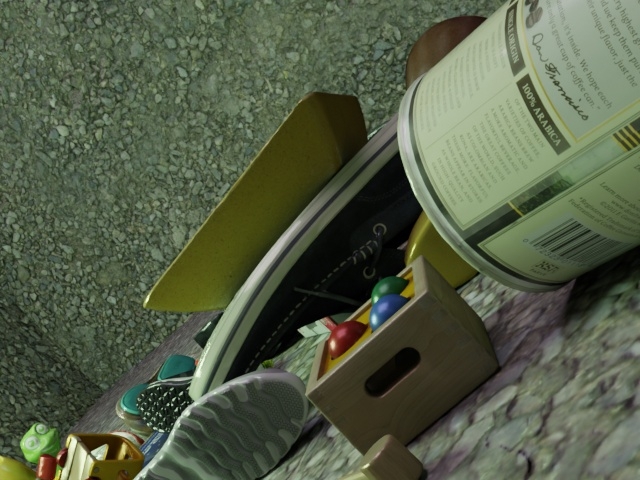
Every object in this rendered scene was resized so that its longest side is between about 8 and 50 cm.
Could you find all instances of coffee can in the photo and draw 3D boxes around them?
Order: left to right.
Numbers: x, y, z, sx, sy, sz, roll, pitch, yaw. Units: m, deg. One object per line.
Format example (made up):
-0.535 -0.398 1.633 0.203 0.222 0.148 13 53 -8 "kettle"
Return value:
0.213 -0.108 0.574 0.275 0.201 0.201 -37 8 46 "coffee can"

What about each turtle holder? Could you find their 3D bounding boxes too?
-0.626 0.518 1.638 0.320 0.227 0.243 -40 6 29 "turtle holder"

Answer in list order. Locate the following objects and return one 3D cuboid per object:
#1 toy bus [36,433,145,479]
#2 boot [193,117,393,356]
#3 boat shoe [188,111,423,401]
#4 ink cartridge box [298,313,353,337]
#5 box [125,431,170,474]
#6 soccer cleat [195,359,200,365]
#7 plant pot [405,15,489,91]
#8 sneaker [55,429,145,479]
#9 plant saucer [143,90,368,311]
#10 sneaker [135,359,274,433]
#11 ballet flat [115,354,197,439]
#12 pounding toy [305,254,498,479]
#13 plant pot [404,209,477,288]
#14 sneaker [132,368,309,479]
-0.309 0.366 1.173 0.104 0.191 0.202 11 -36 -39 "toy bus"
-0.001 0.002 1.485 0.445 0.146 0.367 -44 -6 -49 "boot"
0.037 0.020 1.039 0.500 0.156 0.187 -47 -2 -17 "boat shoe"
-0.017 0.080 1.247 0.063 0.109 0.150 -49 7 -22 "ink cartridge box"
-0.250 0.332 1.386 0.225 0.036 0.136 -36 9 42 "box"
-0.184 0.229 1.600 0.196 0.076 0.068 121 150 -43 "soccer cleat"
0.230 -0.211 1.373 0.215 0.215 0.230 -39 21 35 "plant pot"
-0.392 0.426 1.528 0.225 0.088 0.092 -42 26 14 "sneaker"
-0.054 -0.041 1.138 0.333 0.081 0.333 -49 -4 14 "plant saucer"
-0.174 0.234 1.323 0.235 0.084 0.097 -19 0 25 "sneaker"
-0.298 0.311 1.606 0.316 0.107 0.106 -37 -38 -75 "ballet flat"
0.039 0.116 0.673 0.181 0.094 0.206 -42 5 11 "pounding toy"
0.133 0.008 0.919 0.083 0.081 0.081 -54 4 8 "plant pot"
-0.112 0.213 0.948 0.281 0.105 0.115 -40 6 30 "sneaker"
